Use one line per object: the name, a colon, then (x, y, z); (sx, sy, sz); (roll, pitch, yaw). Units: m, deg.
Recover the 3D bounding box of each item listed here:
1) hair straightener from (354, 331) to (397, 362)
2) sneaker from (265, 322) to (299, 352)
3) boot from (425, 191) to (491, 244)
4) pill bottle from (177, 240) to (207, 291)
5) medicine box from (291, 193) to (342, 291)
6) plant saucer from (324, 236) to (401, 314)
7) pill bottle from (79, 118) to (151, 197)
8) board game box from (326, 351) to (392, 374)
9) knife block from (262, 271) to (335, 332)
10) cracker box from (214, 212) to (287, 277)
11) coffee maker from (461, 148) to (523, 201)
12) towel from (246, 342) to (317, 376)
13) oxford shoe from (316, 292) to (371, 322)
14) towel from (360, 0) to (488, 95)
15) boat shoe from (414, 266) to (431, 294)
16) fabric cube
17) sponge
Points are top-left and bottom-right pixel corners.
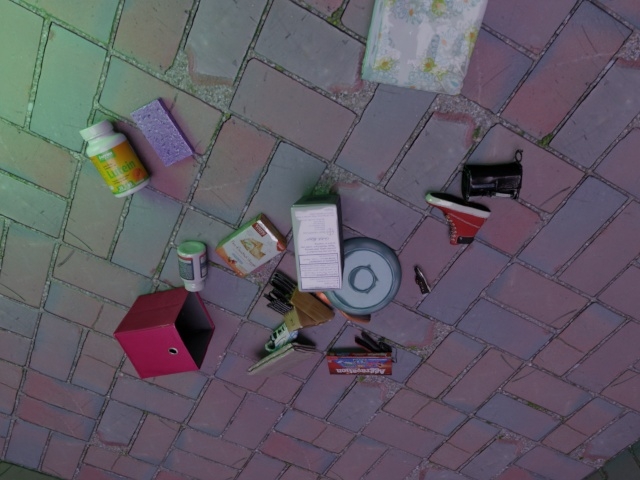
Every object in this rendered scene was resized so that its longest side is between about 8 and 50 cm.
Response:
hair straightener: (0.259, 0.467, 1.955); (0.230, 0.047, 0.089); (37, 115, -17)
sneaker: (-0.159, 0.401, 1.913); (0.086, 0.085, 0.237); (13, 124, -32)
boot: (0.469, -0.070, 1.625); (0.244, 0.088, 0.176); (17, 120, -11)
pill bottle: (-0.498, 0.104, 1.755); (0.108, 0.108, 0.180); (5, 119, 0)
medicine box: (0.000, 0.000, 1.546); (0.149, 0.263, 0.289); (-3, 102, 6)
plant saucer: (0.158, 0.146, 1.731); (0.318, 0.043, 0.317); (0, 101, 0)
pill bottle: (-0.703, -0.281, 1.531); (0.136, 0.136, 0.245); (-18, 117, 12)
board game box: (0.174, 0.548, 1.990); (0.282, 0.027, 0.145); (-2, 132, 9)
knife block: (-0.094, 0.240, 1.824); (0.276, 0.242, 0.088); (-4, 158, -44)
cracker box: (-0.265, 0.021, 1.720); (0.232, 0.067, 0.155); (-33, 113, 19)
coffee maker: (0.580, -0.219, 1.530); (0.178, 0.120, 0.171); (-1, 96, 2)
towel: (-0.168, 0.522, 1.954); (0.282, 0.049, 0.187); (-33, 147, 20)
oxford shoe: (0.109, 0.240, 1.811); (0.271, 0.097, 0.098); (34, 110, -15)
towel: (0.307, -0.635, 1.312); (0.321, 0.090, 0.374); (10, 120, -2)
boat shoe: (0.397, 0.161, 1.776); (0.042, 0.049, 0.133); (-26, 120, 7)
fabric cube: (-0.622, 0.370, 1.824); (0.258, 0.259, 0.254); (-11, 119, 9)
sponge: (-0.538, -0.368, 1.536); (0.117, 0.031, 0.210); (-22, 116, 15)
